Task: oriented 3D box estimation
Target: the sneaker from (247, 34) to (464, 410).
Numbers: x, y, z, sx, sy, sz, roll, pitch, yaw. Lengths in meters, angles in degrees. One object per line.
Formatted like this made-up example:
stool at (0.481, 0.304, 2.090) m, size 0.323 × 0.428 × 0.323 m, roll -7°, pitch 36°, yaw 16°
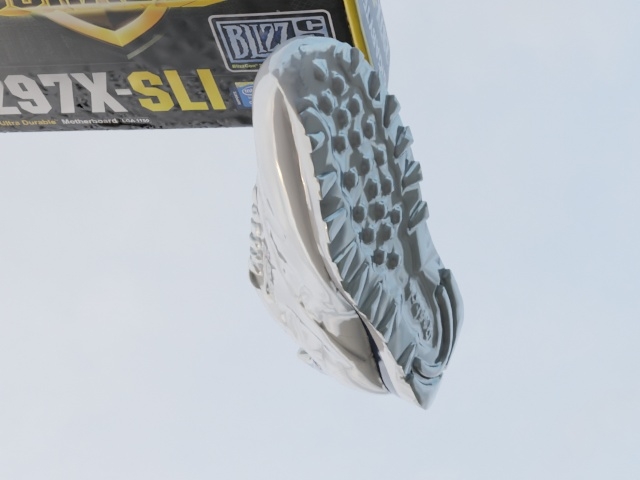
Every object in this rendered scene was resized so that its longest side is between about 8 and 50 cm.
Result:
sneaker at (0.000, 0.000, 0.569) m, size 0.090 × 0.095 × 0.235 m, roll -55°, pitch -37°, yaw -33°

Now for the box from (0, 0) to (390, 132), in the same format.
box at (-0.131, -0.176, 0.730) m, size 0.322 × 0.079 × 0.257 m, roll 0°, pitch -31°, yaw 13°
